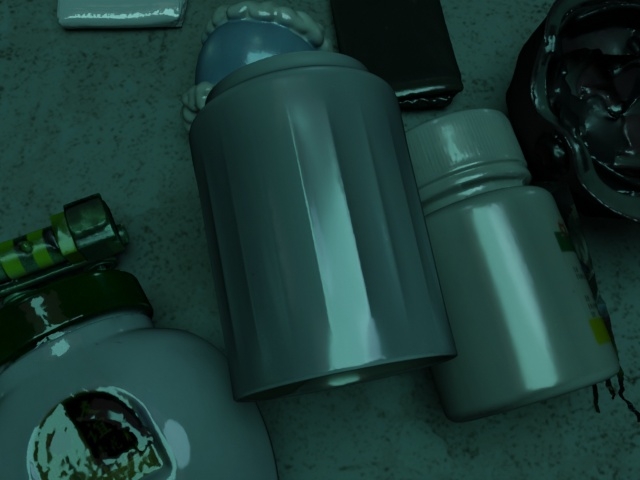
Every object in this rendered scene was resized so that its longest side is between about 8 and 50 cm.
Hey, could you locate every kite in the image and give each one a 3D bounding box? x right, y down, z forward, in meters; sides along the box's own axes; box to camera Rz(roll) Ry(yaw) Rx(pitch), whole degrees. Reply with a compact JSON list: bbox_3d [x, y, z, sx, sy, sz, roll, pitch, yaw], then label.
[{"bbox_3d":[0.323,0.072,0.890,0.015,0.169,0.310,-16,89,-6],"label":"kite"}]

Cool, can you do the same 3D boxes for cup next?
[{"bbox_3d":[0.000,0.000,0.790,0.236,0.323,0.327,-13,74,2],"label":"cup"}]

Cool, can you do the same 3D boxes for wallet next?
[{"bbox_3d":[0.106,-0.304,1.029,0.168,0.052,0.245,-7,70,-4],"label":"wallet"},{"bbox_3d":[-0.291,-0.357,1.032,0.189,0.033,0.095,-4,75,-3],"label":"wallet"}]

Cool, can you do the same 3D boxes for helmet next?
[{"bbox_3d":[0.375,-0.153,0.918,0.270,0.197,0.338,-16,80,-15],"label":"helmet"}]

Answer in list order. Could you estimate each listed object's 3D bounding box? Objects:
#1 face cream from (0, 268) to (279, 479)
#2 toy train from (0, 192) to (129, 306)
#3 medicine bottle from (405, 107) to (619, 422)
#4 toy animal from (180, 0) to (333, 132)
[{"bbox_3d":[-0.220,0.234,0.766,0.312,0.219,0.357,-30,74,-9],"label":"face cream"},{"bbox_3d":[-0.343,0.015,0.870,0.200,0.132,0.083,-24,75,-11],"label":"toy train"},{"bbox_3d":[0.200,0.029,0.850,0.208,0.208,0.340,-14,75,-7],"label":"medicine bottle"},{"bbox_3d":[-0.083,-0.205,0.935,0.208,0.156,0.204,11,70,5],"label":"toy animal"}]
